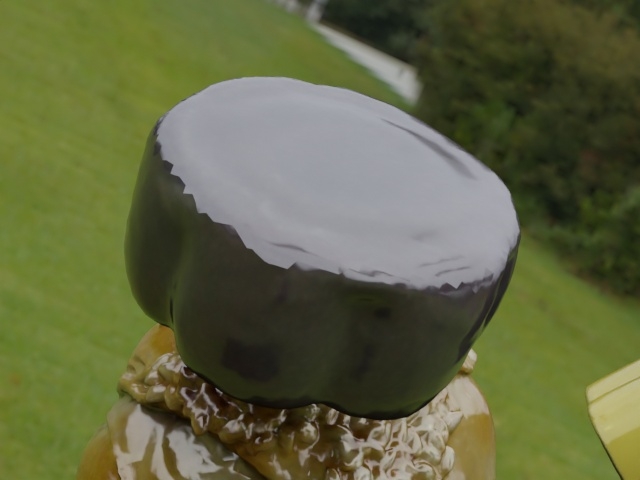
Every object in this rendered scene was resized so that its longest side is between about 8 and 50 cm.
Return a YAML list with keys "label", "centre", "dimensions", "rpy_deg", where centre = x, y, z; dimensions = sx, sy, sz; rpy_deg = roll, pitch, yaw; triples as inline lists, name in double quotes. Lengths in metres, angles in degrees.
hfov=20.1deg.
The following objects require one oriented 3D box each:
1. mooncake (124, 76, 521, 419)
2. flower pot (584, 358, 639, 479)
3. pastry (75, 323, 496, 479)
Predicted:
- label: "mooncake"
  centre: [0.000, 0.000, 1.076]
  dimensions: [0.244, 0.133, 0.245]
  rpy_deg: [13, 35, -9]
- label: "flower pot"
  centre: [0.317, 0.145, 1.321]
  dimensions: [0.195, 0.179, 0.195]
  rpy_deg: [51, 15, -19]
- label: "pastry"
  centre: [-0.017, 0.166, 1.211]
  dimensions: [0.284, 0.316, 0.184]
  rpy_deg: [39, -10, -6]
